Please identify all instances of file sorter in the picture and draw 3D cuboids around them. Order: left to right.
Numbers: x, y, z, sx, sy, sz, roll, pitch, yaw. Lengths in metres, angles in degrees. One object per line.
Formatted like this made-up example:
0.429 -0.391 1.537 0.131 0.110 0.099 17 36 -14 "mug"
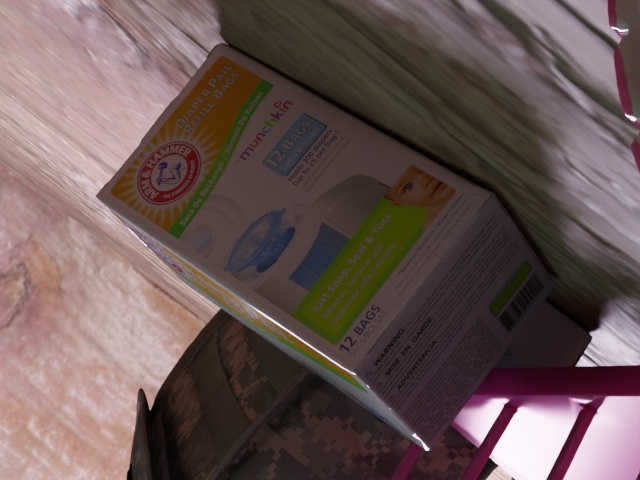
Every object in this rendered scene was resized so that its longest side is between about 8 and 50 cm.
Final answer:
0.159 0.192 0.897 0.202 0.182 0.291 40 158 -21 "file sorter"

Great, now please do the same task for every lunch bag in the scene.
-0.039 0.157 1.225 0.169 0.287 0.235 39 -173 -15 "lunch bag"

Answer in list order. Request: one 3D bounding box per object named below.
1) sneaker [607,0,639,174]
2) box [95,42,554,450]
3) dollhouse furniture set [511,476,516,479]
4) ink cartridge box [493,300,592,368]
0.162 0.010 0.407 0.252 0.111 0.103 56 -160 19 "sneaker"
0.000 0.000 0.953 0.203 0.114 0.103 33 170 36 "box"
0.183 0.281 1.158 0.135 0.259 0.262 16 -162 -47 "dollhouse furniture set"
0.098 0.054 1.050 0.088 0.052 0.122 37 173 2 "ink cartridge box"
